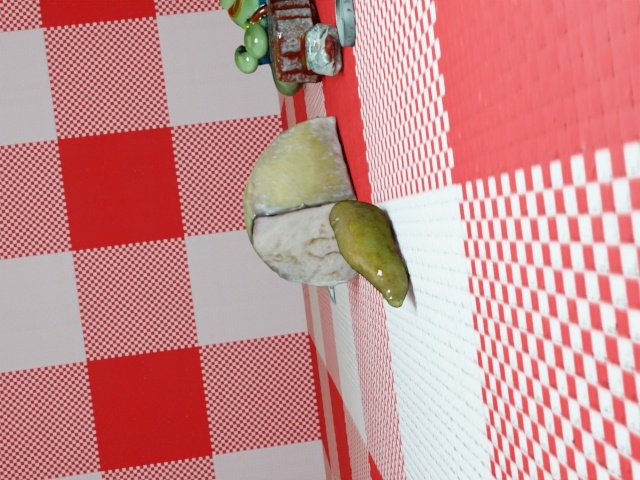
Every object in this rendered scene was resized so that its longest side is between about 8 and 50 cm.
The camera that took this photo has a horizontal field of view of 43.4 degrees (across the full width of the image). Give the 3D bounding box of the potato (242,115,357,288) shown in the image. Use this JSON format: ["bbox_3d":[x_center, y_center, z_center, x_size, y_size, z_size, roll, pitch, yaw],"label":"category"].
[{"bbox_3d":[-0.043,-0.069,1.452,0.211,0.190,0.264,87,174,-48],"label":"potato"}]

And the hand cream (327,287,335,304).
[{"bbox_3d":[0.000,0.000,2.032,0.109,0.067,0.320,-130,25,-80],"label":"hand cream"}]

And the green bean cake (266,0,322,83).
[{"bbox_3d":[-0.053,-0.400,1.640,0.232,0.097,0.198,-103,8,-50],"label":"green bean cake"}]

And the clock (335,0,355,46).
[{"bbox_3d":[0.035,-0.319,1.153,0.085,0.017,0.085,173,90,-86],"label":"clock"}]

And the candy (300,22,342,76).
[{"bbox_3d":[-0.001,-0.319,1.362,0.292,0.059,0.086,-121,28,-78],"label":"candy"}]

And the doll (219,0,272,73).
[{"bbox_3d":[-0.134,-0.546,1.859,0.198,0.186,0.321,149,112,-63],"label":"doll"}]

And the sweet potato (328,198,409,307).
[{"bbox_3d":[0.063,0.002,1.019,0.243,0.077,0.077,-120,23,-63],"label":"sweet potato"}]

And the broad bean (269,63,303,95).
[{"bbox_3d":[-0.084,-0.459,2.038,0.228,0.100,0.169,41,-133,-80],"label":"broad bean"}]
